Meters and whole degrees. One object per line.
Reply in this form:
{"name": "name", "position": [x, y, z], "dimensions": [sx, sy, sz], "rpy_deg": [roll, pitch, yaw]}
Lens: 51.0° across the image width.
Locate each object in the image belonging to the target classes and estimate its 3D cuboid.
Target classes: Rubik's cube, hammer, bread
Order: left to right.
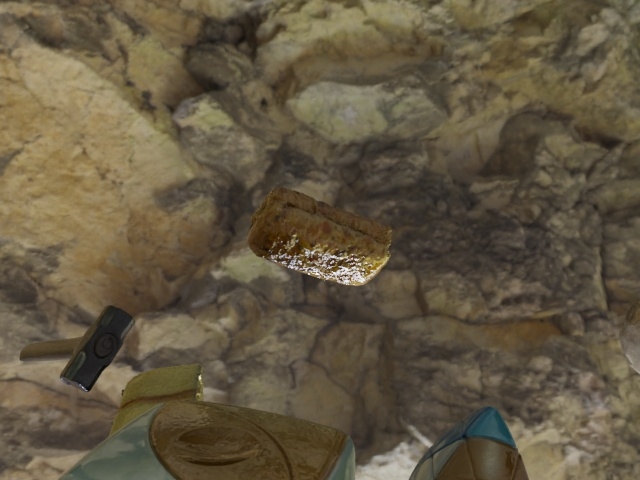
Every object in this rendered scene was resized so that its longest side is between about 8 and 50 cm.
{"name": "hammer", "position": [-0.386, 0.165, 0.998], "dimensions": [0.043, 0.365, 0.111], "rpy_deg": [41, -121, -25]}
{"name": "bread", "position": [-0.369, 0.462, 1.572], "dimensions": [0.263, 0.198, 0.236], "rpy_deg": [-94, -1, -64]}
{"name": "Rubik's cube", "position": [-0.152, 0.452, 0.948], "dimensions": [0.347, 0.352, 0.352], "rpy_deg": [-23, -61, -73]}
{"name": "bread", "position": [0.000, 0.000, 0.984], "dimensions": [0.211, 0.114, 0.083], "rpy_deg": [17, -131, -22]}
{"name": "Rubik's cube", "position": [0.199, 0.428, 1.109], "dimensions": [0.254, 0.254, 0.255], "rpy_deg": [-16, -90, -72]}

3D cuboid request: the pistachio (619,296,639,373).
{"name": "pistachio", "position": [0.584, 0.167, 1.092], "dimensions": [0.288, 0.166, 0.197], "rpy_deg": [45, -130, -69]}
